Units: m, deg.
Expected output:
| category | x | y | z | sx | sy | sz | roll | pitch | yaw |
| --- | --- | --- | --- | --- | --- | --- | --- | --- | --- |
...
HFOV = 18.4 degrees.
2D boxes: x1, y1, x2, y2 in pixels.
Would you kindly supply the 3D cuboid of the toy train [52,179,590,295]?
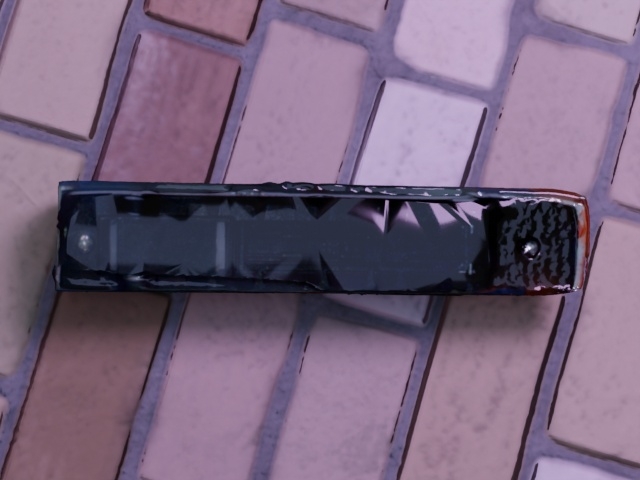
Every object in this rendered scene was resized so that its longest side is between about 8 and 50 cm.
| category | x | y | z | sx | sy | sz | roll | pitch | yaw |
| --- | --- | --- | --- | --- | --- | --- | --- | --- | --- |
| toy train | 0.000 | 0.000 | 1.531 | 0.409 | 0.089 | 0.086 | 1 | 87 | -4 |
